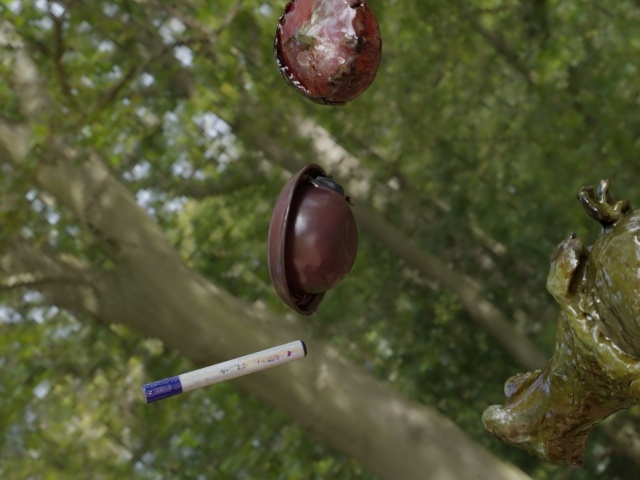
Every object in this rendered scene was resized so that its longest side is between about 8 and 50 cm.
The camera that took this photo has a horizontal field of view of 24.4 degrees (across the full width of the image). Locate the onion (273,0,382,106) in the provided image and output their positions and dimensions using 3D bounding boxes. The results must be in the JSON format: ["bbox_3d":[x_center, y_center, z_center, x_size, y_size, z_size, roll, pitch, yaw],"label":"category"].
[{"bbox_3d":[0.024,-0.288,2.171,0.147,0.184,0.184,-15,-41,-50],"label":"onion"}]

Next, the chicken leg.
[{"bbox_3d":[0.263,0.102,1.213,0.140,0.211,0.361,-30,-28,-24],"label":"chicken leg"}]

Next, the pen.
[{"bbox_3d":[-0.151,0.208,2.344,0.269,0.033,0.033,-15,-31,-12],"label":"pen"}]

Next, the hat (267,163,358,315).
[{"bbox_3d":[0.000,0.000,1.963,0.205,0.089,0.205,4,-90,-68],"label":"hat"}]
